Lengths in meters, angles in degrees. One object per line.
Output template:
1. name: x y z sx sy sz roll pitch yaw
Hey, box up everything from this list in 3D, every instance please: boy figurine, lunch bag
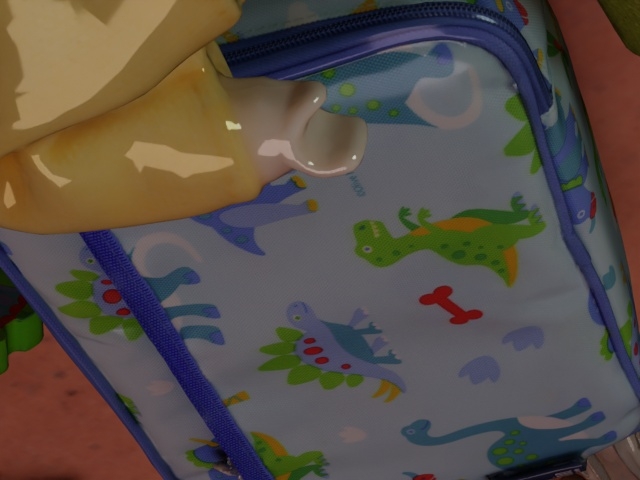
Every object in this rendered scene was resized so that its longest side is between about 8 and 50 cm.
1. boy figurine: -0.064 -0.072 0.423 0.285 0.092 0.177 -33 109 32
2. lunch bag: 0.000 0.000 0.575 0.176 0.090 0.219 -12 139 12

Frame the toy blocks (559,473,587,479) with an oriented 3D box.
1. toy blocks: 0.026 0.117 0.742 0.148 0.054 0.123 -18 135 25

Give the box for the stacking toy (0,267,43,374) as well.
1. stacking toy: -0.164 0.115 0.625 0.052 0.221 0.167 30 142 22

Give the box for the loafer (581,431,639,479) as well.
1. loafer: 0.131 0.098 0.746 0.039 0.045 0.125 -9 137 31

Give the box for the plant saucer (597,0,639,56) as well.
1. plant saucer: 0.137 -0.120 0.455 0.188 0.045 0.188 -25 142 16
